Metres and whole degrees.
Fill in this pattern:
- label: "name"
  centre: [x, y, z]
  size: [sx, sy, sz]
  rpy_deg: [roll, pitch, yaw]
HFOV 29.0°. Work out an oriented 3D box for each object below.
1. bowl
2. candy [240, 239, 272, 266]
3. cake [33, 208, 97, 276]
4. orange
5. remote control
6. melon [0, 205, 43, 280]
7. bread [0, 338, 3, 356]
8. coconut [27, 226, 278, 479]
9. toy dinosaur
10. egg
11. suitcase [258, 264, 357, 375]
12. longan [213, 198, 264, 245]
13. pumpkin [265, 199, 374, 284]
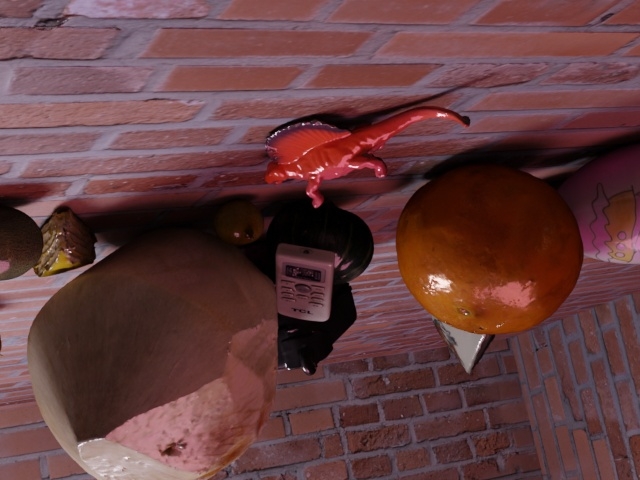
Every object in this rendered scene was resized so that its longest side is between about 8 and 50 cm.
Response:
- label: "bowl"
  centre: [0.274, 0.048, 2.161]
  size: [0.157, 0.337, 0.337]
  rpy_deg: [28, 174, 11]
- label: "candy"
  centre: [-0.088, 0.019, 2.083]
  size: [0.175, 0.043, 0.045]
  rpy_deg: [-15, 171, -5]
- label: "cake"
  centre: [-0.339, 0.012, 1.722]
  size: [0.116, 0.080, 0.185]
  rpy_deg: [-2, 161, -32]
- label: "orange"
  centre: [0.250, 0.016, 1.863]
  size: [0.284, 0.226, 0.284]
  rpy_deg: [15, 149, 9]
- label: "remote control"
  centre: [-0.024, 0.066, 1.847]
  size: [0.087, 0.029, 0.190]
  rpy_deg: [11, 150, 3]
- label: "melon"
  centre: [-0.415, 0.003, 1.559]
  size: [0.130, 0.098, 0.098]
  rpy_deg: [2, 163, -27]
- label: "bread"
  centre: [-0.662, 0.176, 2.121]
  size: [0.222, 0.096, 0.181]
  rpy_deg: [-15, 168, 5]
- label: "coconut"
  centre: [-0.233, 0.191, 1.814]
  size: [0.344, 0.415, 0.415]
  rpy_deg: [1, 173, 21]
- label: "toy dinosaur"
  centre: [0.028, -0.129, 1.514]
  size: [0.286, 0.070, 0.139]
  rpy_deg: [-22, 142, 34]
- label: "egg"
  centre: [0.498, -0.057, 1.930]
  size: [0.271, 0.196, 0.196]
  rpy_deg: [-11, 168, -3]
- label: "suitcase"
  centre: [-0.125, 0.140, 2.174]
  size: [0.345, 0.188, 0.339]
  rpy_deg: [-15, -175, 18]
- label: "longan"
  centre: [-0.114, -0.022, 1.773]
  size: [0.075, 0.083, 0.075]
  rpy_deg: [-21, 131, -26]
- label: "pumpkin"
  centre: [-0.001, 0.003, 1.887]
  size: [0.167, 0.125, 0.167]
  rpy_deg: [2, 147, 2]
